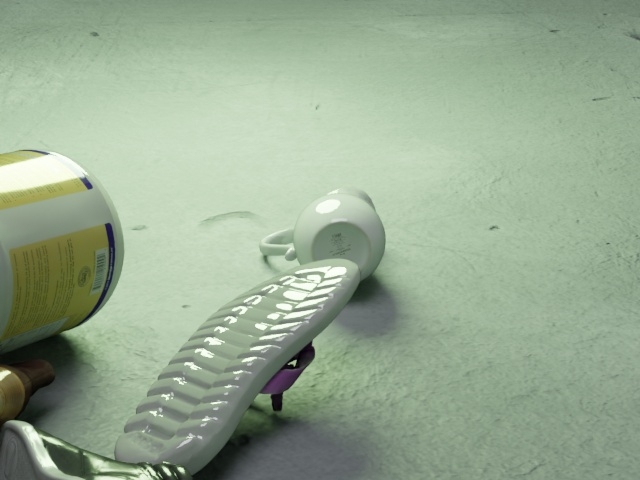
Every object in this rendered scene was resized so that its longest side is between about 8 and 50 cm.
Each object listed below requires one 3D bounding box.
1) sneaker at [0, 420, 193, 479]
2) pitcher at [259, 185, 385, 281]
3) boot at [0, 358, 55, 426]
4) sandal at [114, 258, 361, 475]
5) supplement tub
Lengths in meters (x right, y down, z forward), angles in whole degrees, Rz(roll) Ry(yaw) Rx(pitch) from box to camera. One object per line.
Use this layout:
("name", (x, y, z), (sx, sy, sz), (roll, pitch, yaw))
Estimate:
("sneaker", (-0.227, 0.254, 1.492), (0.147, 0.104, 0.296), (7, 5, -34))
("pitcher", (0.000, 0.000, 2.055), (0.178, 0.125, 0.207), (-21, 13, 3))
("boot", (-0.428, 0.201, 1.635), (0.248, 0.090, 0.207), (-20, 0, 8))
("sandal", (-0.089, 0.159, 1.703), (0.169, 0.102, 0.416), (0, 31, 40))
("supplement tub", (-0.417, 0.024, 1.764), (0.241, 0.241, 0.331), (12, 15, 25))
